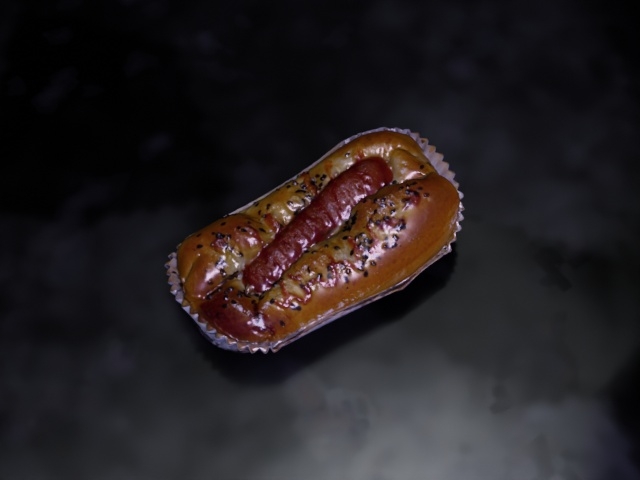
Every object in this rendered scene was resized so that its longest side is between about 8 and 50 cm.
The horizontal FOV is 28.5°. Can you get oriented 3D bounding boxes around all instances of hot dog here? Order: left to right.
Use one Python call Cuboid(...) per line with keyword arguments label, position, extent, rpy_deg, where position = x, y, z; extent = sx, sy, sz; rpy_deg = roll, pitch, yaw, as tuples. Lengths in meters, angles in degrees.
Cuboid(label="hot dog", position=(0.000, 0.000, 0.782), extent=(0.191, 0.059, 0.108), rpy_deg=(-32, 61, -12))
